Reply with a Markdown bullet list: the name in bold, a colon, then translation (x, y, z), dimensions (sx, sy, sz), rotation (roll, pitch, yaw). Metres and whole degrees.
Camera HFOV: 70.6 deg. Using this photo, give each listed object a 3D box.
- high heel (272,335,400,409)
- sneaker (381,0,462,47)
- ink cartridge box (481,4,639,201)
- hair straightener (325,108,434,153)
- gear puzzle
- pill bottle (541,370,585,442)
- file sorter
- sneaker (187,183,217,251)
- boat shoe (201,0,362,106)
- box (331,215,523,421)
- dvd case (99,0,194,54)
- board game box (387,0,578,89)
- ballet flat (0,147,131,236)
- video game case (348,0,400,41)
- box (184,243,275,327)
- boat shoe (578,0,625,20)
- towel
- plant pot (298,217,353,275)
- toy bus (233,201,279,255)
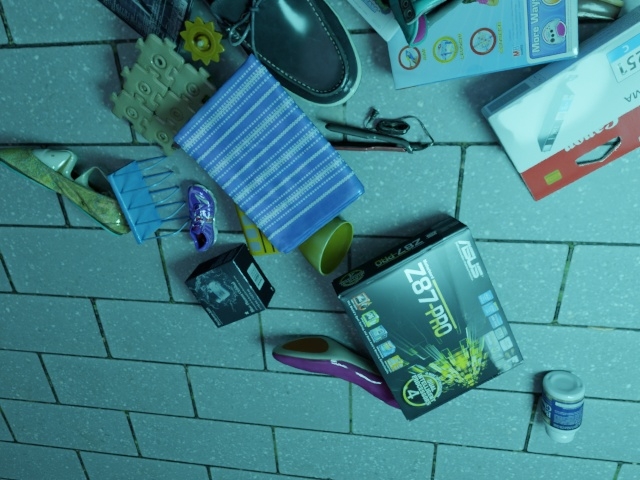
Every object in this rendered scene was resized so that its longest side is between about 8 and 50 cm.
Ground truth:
- **high heel**: translation (0.057, 0.361, 1.191), dimensions (0.376, 0.127, 0.182), rotation (5, 106, 4)
- **sneaker**: translation (0.107, -0.388, 0.701), dimensions (0.295, 0.123, 0.179), rotation (-5, 105, 29)
- **ink cartridge box**: translation (0.495, -0.221, 0.837), dimensions (0.296, 0.066, 0.261), rotation (-32, 117, 22)
- **hair straightener**: translation (0.121, -0.226, 0.939), dimensions (0.230, 0.047, 0.089), rotation (7, 117, 7)
- **gear puzzle**: translation (-0.304, -0.328, 0.928), dimensions (0.175, 0.044, 0.338), rotation (38, 133, -18)
- **pill bottle**: translation (0.610, 0.425, 1.145), dimensions (0.094, 0.094, 0.170), rotation (-4, 115, 12)
- **file sorter**: translation (-0.390, -0.100, 1.058), dimensions (0.104, 0.118, 0.171), rotation (-11, 114, 11)
- **sneaker**: translation (-0.286, -0.051, 1.087), dimensions (0.068, 0.071, 0.170), rotation (0, 115, 10)
- **boat shoe**: translation (-0.119, -0.441, 0.820), dimensions (0.186, 0.156, 0.500), rotation (-37, 106, 22)
- **box**: translation (0.253, 0.190, 1.050), dimensions (0.318, 0.097, 0.395), rotation (-28, 109, 0)
- **dvd case**: translation (-0.352, -0.479, 0.877), dimensions (0.221, 0.018, 0.164), rotation (38, 143, -7)
- **board game box**: translation (0.251, -0.435, 0.745), dimensions (0.301, 0.086, 0.309), rotation (0, 117, 30)
- **ballet flat**: translation (-0.589, -0.146, 1.084), dimensions (0.348, 0.123, 0.123), rotation (34, 117, -6)
- **video game case**: translation (0.105, -0.444, 0.752), dimensions (0.157, 0.019, 0.143), rotation (46, 129, -2)
- **box**: translation (-0.226, 0.117, 1.148), dimensions (0.158, 0.093, 0.156), rotation (-23, 110, 21)
- **boat shoe**: translation (0.407, -0.408, 0.787), dimensions (0.206, 0.073, 0.073), rotation (19, 118, 9)
- **towel**: translation (-0.102, -0.151, 0.898), dimensions (0.243, 0.040, 0.336), rotation (-36, 105, 24)
- **plant pot**: translation (0.000, 0.000, 1.040), dimensions (0.095, 0.134, 0.134), rotation (27, 121, 25)
- **toy bus**: translation (-0.131, -0.139, 0.996), dimensions (0.130, 0.108, 0.333), rotation (-7, 115, 15)
